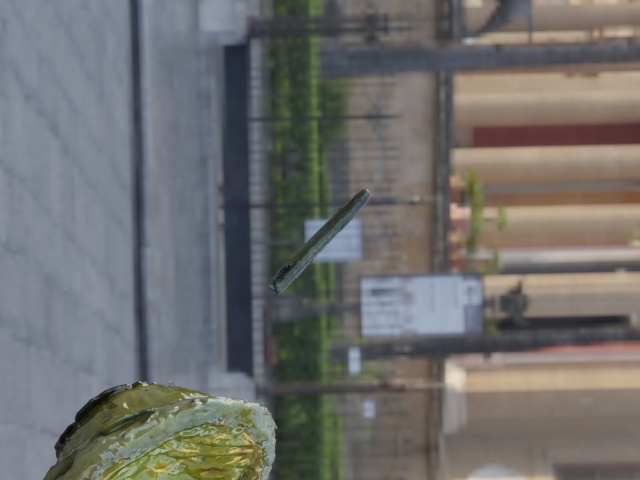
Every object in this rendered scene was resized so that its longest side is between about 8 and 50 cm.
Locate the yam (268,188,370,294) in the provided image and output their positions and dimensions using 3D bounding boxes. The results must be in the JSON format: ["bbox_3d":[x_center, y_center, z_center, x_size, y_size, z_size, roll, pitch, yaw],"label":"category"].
[{"bbox_3d":[0.000,0.000,1.091,0.107,0.014,0.014,-46,164,-17],"label":"yam"}]

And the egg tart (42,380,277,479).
[{"bbox_3d":[-0.122,0.162,1.054,0.074,0.191,0.191,55,-23,38],"label":"egg tart"}]
